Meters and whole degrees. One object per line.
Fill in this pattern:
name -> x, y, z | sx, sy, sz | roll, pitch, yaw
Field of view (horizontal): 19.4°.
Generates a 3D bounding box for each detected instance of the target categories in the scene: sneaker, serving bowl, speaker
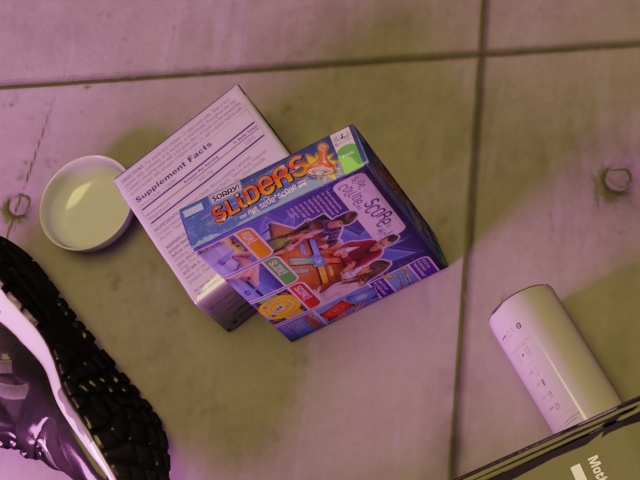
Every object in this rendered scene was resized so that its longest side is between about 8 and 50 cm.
sneaker -> -0.223, 0.128, 1.440 | 0.124, 0.107, 0.283 | -48, 56, 13
serving bowl -> -0.184, -0.026, 1.514 | 0.083, 0.027, 0.083 | -8, 67, 18
speaker -> 0.172, 0.100, 1.316 | 0.055, 0.055, 0.136 | -32, 61, 5

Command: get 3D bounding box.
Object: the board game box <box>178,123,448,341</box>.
board game box -> 0.000, 0.000, 1.337 | 0.136, 0.201, 0.035 | -25, 62, 8

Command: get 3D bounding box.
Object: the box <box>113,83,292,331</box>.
box -> -0.068, -0.025, 1.446 | 0.126, 0.072, 0.137 | -37, 62, 3

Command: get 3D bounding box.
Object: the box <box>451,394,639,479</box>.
box -> 0.206, 0.314, 1.169 | 0.318, 0.097, 0.395 | -24, 71, 7
